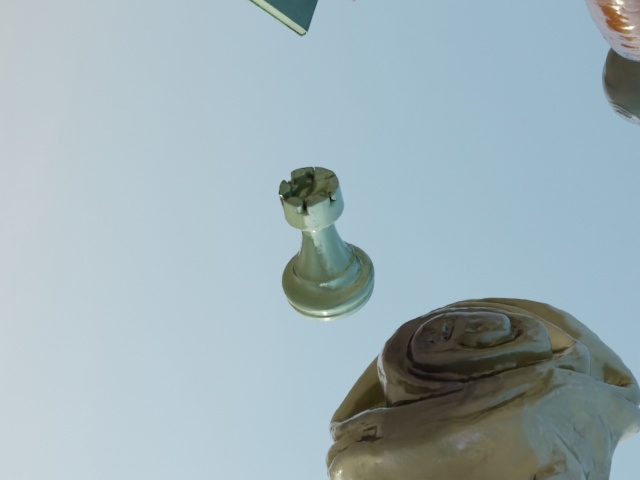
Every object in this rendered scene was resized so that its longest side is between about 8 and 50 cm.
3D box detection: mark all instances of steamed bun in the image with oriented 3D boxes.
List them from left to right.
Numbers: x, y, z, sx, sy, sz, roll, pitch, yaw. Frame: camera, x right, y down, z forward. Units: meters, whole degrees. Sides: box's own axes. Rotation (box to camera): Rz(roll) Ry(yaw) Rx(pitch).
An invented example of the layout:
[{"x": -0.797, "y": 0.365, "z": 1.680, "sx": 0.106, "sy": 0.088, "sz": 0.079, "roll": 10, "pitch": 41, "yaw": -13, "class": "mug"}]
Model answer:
[{"x": 0.160, "y": 0.179, "z": 1.368, "sx": 0.347, "sy": 0.237, "sz": 0.394, "roll": -29, "pitch": -155, "yaw": 1, "class": "steamed bun"}]

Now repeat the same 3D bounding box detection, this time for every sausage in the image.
[{"x": 0.250, "y": -0.197, "z": 1.019, "sx": 0.076, "sy": 0.302, "sz": 0.102, "roll": -19, "pitch": -99, "yaw": 17, "class": "sausage"}]

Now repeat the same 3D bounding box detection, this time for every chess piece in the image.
[{"x": 0.000, "y": 0.000, "z": 0.888, "sx": 0.067, "sy": 0.067, "sz": 0.103, "roll": -92, "pitch": 173, "yaw": -46, "class": "chess piece"}]

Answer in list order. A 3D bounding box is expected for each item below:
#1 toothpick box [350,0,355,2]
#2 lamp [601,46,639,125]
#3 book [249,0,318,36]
[{"x": 0.055, "y": -0.353, "z": 1.443, "sx": 0.149, "sy": 0.098, "sz": 0.098, "roll": -44, "pitch": -153, "yaw": 6, "class": "toothpick box"}, {"x": 0.335, "y": -0.166, "z": 1.304, "sx": 0.105, "sy": 0.105, "sz": 0.105, "roll": -46, "pitch": -150, "yaw": 37, "class": "lamp"}, {"x": -0.036, "y": -0.270, "z": 1.195, "sx": 0.017, "sy": 0.103, "sz": 0.135, "roll": -21, "pitch": -135, "yaw": 51, "class": "book"}]
